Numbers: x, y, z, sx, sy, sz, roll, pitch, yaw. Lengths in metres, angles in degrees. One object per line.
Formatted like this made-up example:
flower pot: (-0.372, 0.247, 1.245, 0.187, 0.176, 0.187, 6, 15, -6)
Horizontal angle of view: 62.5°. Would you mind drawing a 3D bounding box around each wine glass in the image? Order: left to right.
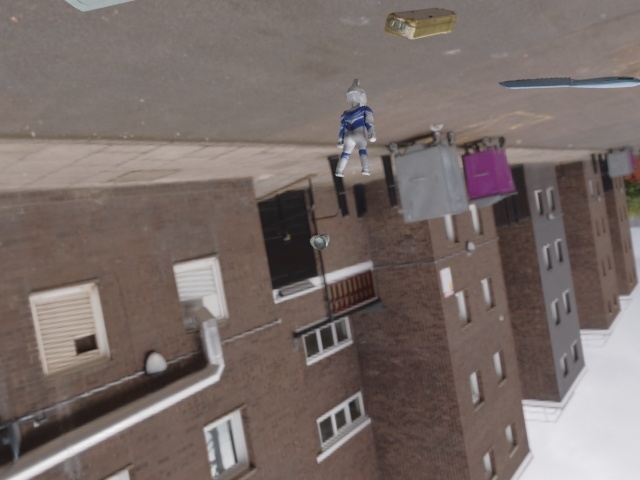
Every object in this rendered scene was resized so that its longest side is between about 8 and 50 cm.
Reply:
wine glass: (0.000, 0.000, 1.327, 0.042, 0.039, 0.083, 11, -170, 6)

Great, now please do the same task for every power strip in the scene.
power strip: (0.215, -0.447, 1.084, 0.064, 0.044, 0.305, 25, -146, 21)

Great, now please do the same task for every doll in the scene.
doll: (0.086, -0.262, 1.213, 0.057, 0.227, 0.114, 3, 179, -43)

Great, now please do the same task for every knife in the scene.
knife: (0.591, -0.382, 1.269, 0.313, 0.019, 0.044, 5, -130, 23)

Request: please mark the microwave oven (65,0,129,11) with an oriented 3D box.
microwave oven: (-0.466, -0.704, 1.077, 0.286, 0.355, 0.218, -6, 179, 10)
